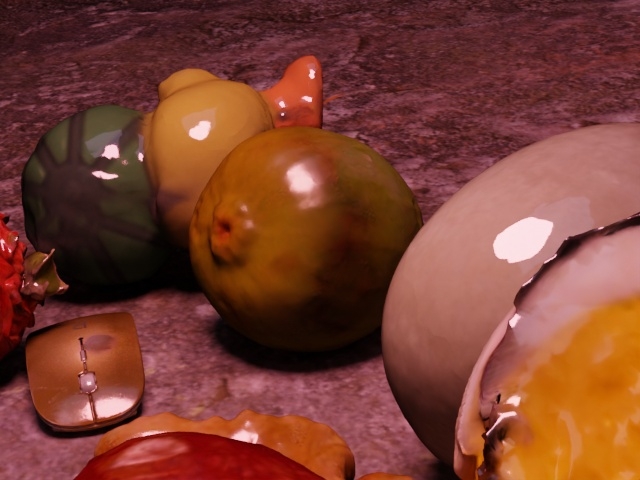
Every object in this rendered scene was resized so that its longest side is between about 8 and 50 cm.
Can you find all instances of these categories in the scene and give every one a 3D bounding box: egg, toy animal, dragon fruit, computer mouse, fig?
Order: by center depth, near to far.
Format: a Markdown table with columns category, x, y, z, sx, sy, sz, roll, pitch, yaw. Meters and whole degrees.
| category | x | y | z | sx | sy | sz | roll | pitch | yaw |
| --- | --- | --- | --- | --- | --- | --- | --- | --- | --- |
| egg | 0.235 | 0.157 | 0.795 | 0.337 | 0.201 | 0.337 | 1 | 68 | -2 |
| egg | 0.203 | 0.047 | 1.014 | 0.352 | 0.258 | 0.258 | -21 | 27 | -36 |
| dragon fruit | -0.347 | 0.049 | 1.226 | 0.209 | 0.172 | 0.172 | -30 | 32 | -24 |
| computer mouse | -0.212 | 0.109 | 1.228 | 0.102 | 0.045 | 0.199 | -11 | 23 | -8 |
| fig | 0.000 | 0.006 | 1.257 | 0.230 | 0.207 | 0.207 | 22 | 11 | -26 |
| toy animal | -0.144 | -0.066 | 1.398 | 0.338 | 0.216 | 0.191 | -14 | 1 | -4 |

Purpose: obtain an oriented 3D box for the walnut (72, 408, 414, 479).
| category | x | y | z | sx | sy | sz | roll | pitch | yaw |
| --- | --- | --- | --- | --- | --- | --- | --- | --- | --- |
| walnut | -0.032 | 0.206 | 0.762 | 0.269 | 0.222 | 0.244 | 17 | 37 | 13 |
